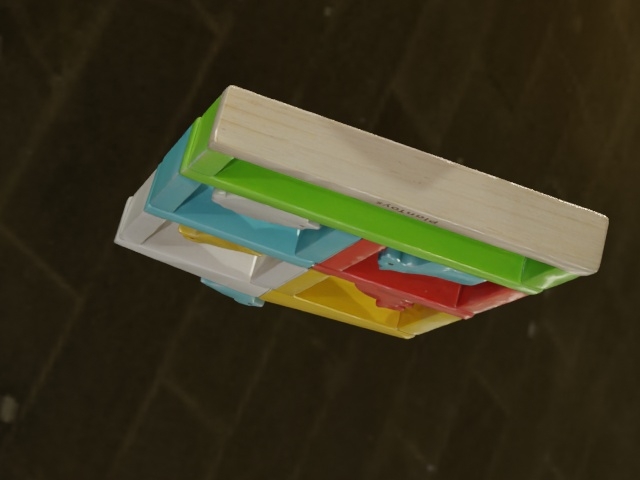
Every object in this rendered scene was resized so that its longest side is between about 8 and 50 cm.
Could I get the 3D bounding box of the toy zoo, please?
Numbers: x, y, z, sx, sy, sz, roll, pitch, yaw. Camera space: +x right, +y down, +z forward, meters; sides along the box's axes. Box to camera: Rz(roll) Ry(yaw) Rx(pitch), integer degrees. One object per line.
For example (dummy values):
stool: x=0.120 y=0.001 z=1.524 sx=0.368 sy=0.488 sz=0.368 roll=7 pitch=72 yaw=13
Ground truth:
toy zoo: x=0.000 y=0.000 z=0.799 sx=0.192 sy=0.293 sz=0.030 roll=18 pitch=74 yaw=-13
